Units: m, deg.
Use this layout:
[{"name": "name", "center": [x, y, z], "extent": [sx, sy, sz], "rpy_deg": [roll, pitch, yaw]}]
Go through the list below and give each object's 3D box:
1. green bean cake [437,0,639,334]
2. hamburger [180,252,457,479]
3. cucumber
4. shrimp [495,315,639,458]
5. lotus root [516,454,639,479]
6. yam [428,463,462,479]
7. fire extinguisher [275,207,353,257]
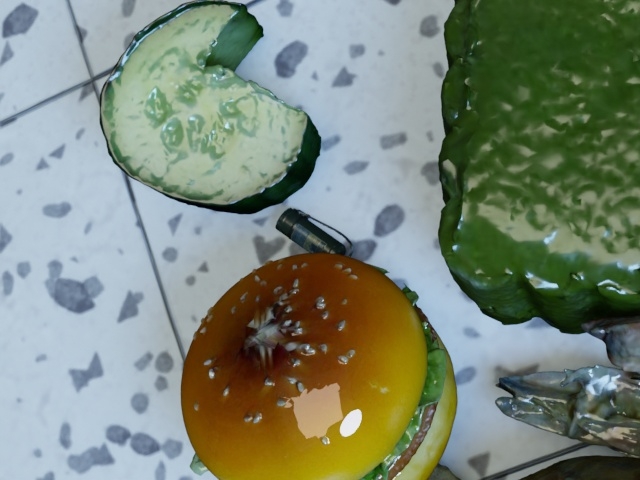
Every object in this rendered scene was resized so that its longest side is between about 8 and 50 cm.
[{"name": "green bean cake", "center": [0.265, -0.087, 1.056], "extent": [0.335, 0.218, 0.319], "rpy_deg": [5, 77, 12]}, {"name": "hamburger", "center": [-0.015, 0.117, 1.097], "extent": [0.246, 0.170, 0.246], "rpy_deg": [-14, 55, 20]}, {"name": "cucumber", "center": [-0.102, -0.109, 1.210], "extent": [0.191, 0.130, 0.191], "rpy_deg": [-1, 87, 15]}, {"name": "shrimp", "center": [0.296, 0.117, 1.006], "extent": [0.360, 0.247, 0.085], "rpy_deg": [1, 57, 31]}, {"name": "lotus root", "center": [0.260, 0.281, 0.957], "extent": [0.346, 0.250, 0.250], "rpy_deg": [15, 88, 47]}, {"name": "yam", "center": [0.004, 0.295, 1.098], "extent": [0.066, 0.066, 0.300], "rpy_deg": [42, 69, 18]}, {"name": "fire extinguisher", "center": [0.000, 0.000, 1.215], "extent": [0.083, 0.025, 0.038], "rpy_deg": [36, 72, 18]}]
